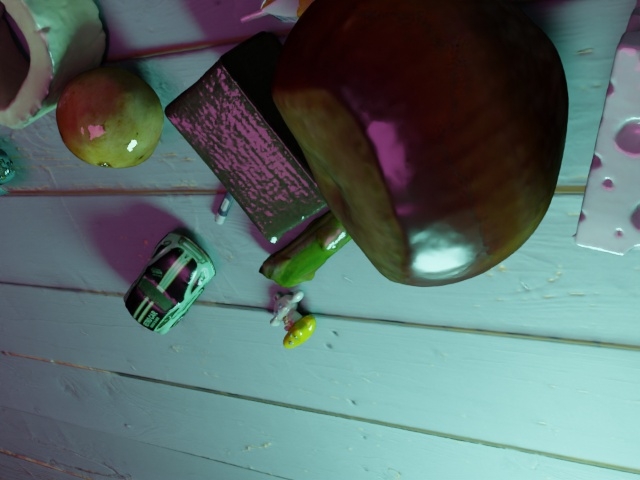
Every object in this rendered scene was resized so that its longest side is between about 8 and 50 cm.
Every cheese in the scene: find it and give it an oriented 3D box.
[{"bbox_3d":[-0.560,-0.377,1.300,0.292,0.153,0.332,44,133,-3],"label":"cheese"}]

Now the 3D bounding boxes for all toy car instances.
[{"bbox_3d":[-0.342,0.107,1.545,0.136,0.125,0.306,43,136,-1],"label":"toy car"}]

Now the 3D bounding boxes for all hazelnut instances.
[{"bbox_3d":[0.130,-0.150,0.912,0.359,0.359,0.409,-4,118,35],"label":"hazelnut"}]

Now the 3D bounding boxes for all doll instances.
[{"bbox_3d":[-0.055,0.150,1.441,0.113,0.071,0.135,36,132,30],"label":"doll"}]

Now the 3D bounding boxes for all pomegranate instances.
[{"bbox_3d":[-0.375,-0.221,1.272,0.191,0.191,0.191,17,131,21],"label":"pomegranate"}]

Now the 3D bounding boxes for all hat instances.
[{"bbox_3d":[-0.750,-0.168,1.639,0.191,0.078,0.138,13,123,49],"label":"hat"}]

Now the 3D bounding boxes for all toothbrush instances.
[{"bbox_3d":[-0.151,-0.120,1.317,0.024,0.026,0.288,42,136,9],"label":"toothbrush"}]

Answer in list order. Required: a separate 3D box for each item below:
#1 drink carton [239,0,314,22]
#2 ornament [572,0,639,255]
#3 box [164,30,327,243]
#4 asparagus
[{"bbox_3d":[-0.029,-0.351,1.021,0.200,0.084,0.075,8,95,28],"label":"drink carton"},{"bbox_3d":[0.438,-0.125,0.777,0.239,0.240,0.239,15,130,23],"label":"ornament"},{"bbox_3d":[-0.078,-0.163,1.112,0.143,0.184,0.273,-31,105,33],"label":"box"},{"bbox_3d":[-0.001,0.000,1.277,0.343,0.082,0.085,-36,63,43],"label":"asparagus"}]
